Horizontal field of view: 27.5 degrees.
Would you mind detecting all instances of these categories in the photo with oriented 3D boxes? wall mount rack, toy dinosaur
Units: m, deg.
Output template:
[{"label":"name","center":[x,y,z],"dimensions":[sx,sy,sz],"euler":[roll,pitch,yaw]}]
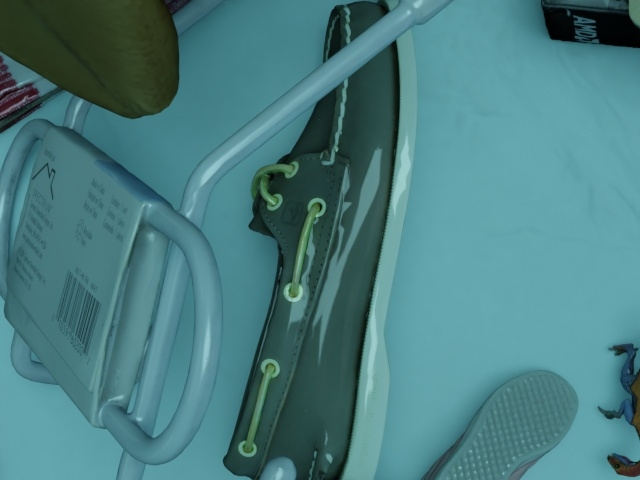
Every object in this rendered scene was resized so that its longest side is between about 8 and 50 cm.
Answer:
[{"label":"wall mount rack","center":[-0.067,-0.026,0.705],"dimensions":[0.130,0.350,0.304],"euler":[11,101,-30]},{"label":"toy dinosaur","center":[0.196,0.102,0.812],"dimensions":[0.047,0.090,0.082],"euler":[0,55,14]}]

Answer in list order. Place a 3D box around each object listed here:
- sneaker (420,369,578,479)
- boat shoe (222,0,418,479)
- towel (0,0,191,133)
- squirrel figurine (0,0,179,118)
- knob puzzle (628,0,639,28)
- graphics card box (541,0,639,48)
[{"label":"sneaker","center":[0.104,0.137,0.820],"dimensions":[0.051,0.070,0.134],"euler":[43,58,9]},{"label":"boat shoe","center":[0.000,0.000,0.789],"dimensions":[0.091,0.109,0.305],"euler":[6,91,-6]},{"label":"towel","center":[-0.271,-0.164,0.827],"dimensions":[0.329,0.037,0.237],"euler":[-34,88,-2]},{"label":"squirrel figurine","center":[-0.123,-0.322,0.632],"dimensions":[0.397,0.281,0.370],"euler":[25,55,-9]},{"label":"knob puzzle","center":[0.245,-0.192,0.729],"dimensions":[0.213,0.030,0.213],"euler":[-1,86,14]},{"label":"graphics card box","center":[0.330,-0.220,0.774],"dimensions":[0.371,0.094,0.232],"euler":[7,87,13]}]
